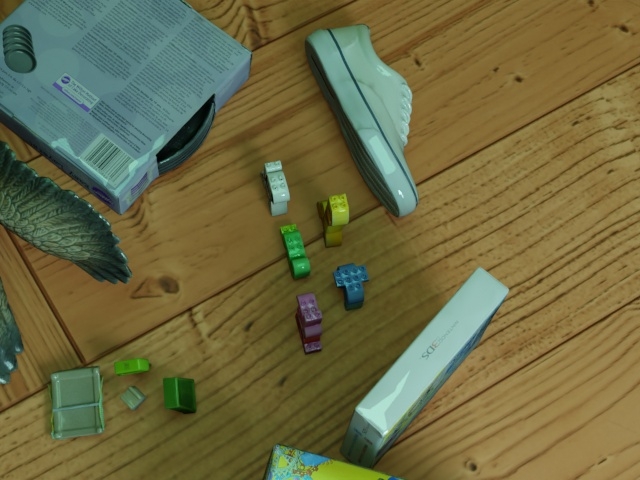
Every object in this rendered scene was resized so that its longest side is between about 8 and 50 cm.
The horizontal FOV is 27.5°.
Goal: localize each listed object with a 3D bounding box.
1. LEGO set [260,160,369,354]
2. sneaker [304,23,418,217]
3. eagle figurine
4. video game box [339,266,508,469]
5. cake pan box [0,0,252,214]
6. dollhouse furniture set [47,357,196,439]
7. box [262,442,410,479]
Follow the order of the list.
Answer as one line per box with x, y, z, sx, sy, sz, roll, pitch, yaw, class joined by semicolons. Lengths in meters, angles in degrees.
0.000;0.000;1.472;0.087;0.093;0.227;-12;71;-10;LEGO set
0.069;-0.152;1.537;0.091;0.094;0.258;-21;72;-9;sneaker
-0.368;-0.027;1.398;0.225;0.226;0.298;-19;66;-34;eagle figurine
0.105;0.142;1.380;0.048;0.187;0.205;40;70;9;video game box
-0.248;-0.195;1.537;0.267;0.070;0.246;36;72;8;cake pan box
-0.217;0.172;1.423;0.151;0.058;0.076;-9;77;11;dollhouse furniture set
0.044;0.388;1.284;0.279;0.177;0.290;16;69;0;box
